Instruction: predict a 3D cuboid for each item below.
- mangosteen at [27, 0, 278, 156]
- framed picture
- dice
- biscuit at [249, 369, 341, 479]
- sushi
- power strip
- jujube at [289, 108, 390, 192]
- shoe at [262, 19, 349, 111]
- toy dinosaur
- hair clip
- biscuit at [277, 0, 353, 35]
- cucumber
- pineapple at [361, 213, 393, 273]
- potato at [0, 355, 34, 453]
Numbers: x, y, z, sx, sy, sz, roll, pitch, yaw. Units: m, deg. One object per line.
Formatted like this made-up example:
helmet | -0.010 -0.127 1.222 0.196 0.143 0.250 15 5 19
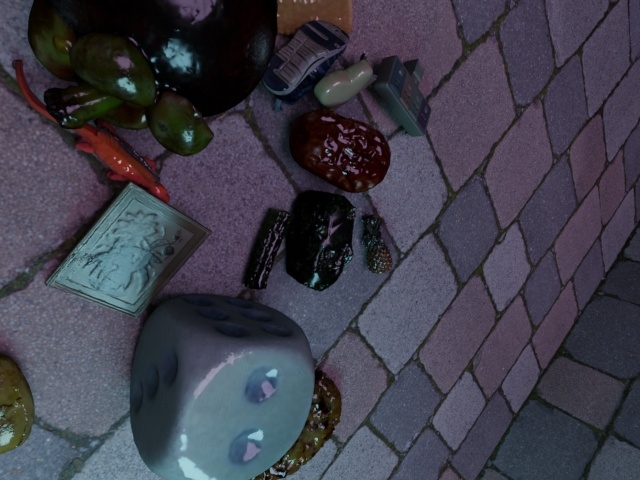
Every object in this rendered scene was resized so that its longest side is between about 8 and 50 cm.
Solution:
mangosteen | -0.211 -0.301 0.557 0.330 0.330 0.330 -13 112 -34
framed picture | -0.327 0.026 0.721 0.231 0.010 0.173 -48 130 8
dice | -0.188 0.262 0.783 0.265 0.268 0.262 11 98 -38
biscuit | -0.071 0.488 1.069 0.334 0.081 0.289 -13 113 -36
sushi | 0.000 0.000 0.936 0.124 0.127 0.225 3 104 -38
power strip | 0.211 -0.373 1.022 0.216 0.061 0.145 34 71 -47
jujube | 0.043 -0.192 0.895 0.230 0.155 0.155 12 96 -38
shoe | -0.027 -0.351 0.829 0.207 0.091 0.106 -46 166 -8
toy dinosaur | -0.329 -0.152 0.625 0.070 0.139 0.286 -51 127 -14
hair clip | 0.048 -0.325 0.863 0.071 0.159 0.218 51 38 -4
biscuit | -0.038 -0.490 0.812 0.250 0.030 0.160 -20 117 -32
cucumber | -0.116 0.019 0.901 0.058 0.058 0.187 20 94 -40
pineapple | 0.146 0.007 1.092 0.074 0.074 0.159 -26 111 -29
potato | -0.519 0.260 0.651 0.107 0.080 0.170 -7 110 -23
